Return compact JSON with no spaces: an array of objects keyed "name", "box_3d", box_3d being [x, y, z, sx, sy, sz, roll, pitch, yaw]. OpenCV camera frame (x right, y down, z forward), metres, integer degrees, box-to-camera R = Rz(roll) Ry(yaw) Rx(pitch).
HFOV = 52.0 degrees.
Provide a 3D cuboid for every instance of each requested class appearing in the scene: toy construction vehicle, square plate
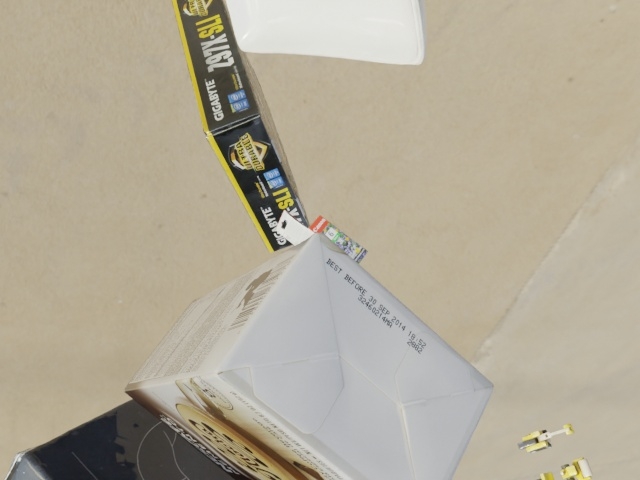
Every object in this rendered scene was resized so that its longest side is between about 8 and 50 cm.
[{"name":"toy construction vehicle","box_3d":[0.305,0.297,0.879,0.035,0.085,0.098,16,143,-41]},{"name":"square plate","box_3d":[-0.025,-0.358,0.655,0.049,0.347,0.343,-28,120,-27]}]

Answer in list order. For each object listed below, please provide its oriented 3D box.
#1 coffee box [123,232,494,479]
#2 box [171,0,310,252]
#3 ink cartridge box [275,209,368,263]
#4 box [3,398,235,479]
[{"name":"coffee box","box_3d":[-0.034,0.120,0.531,0.168,0.118,0.297,41,153,-11]},{"name":"box","box_3d":[-0.115,-0.182,0.964,0.079,0.322,0.257,-20,143,1]},{"name":"ink cartridge box","box_3d":[0.000,0.000,0.842,0.029,0.115,0.063,-51,177,-28]},{"name":"box","box_3d":[-0.151,0.468,0.968,0.297,0.480,0.472,-57,162,20]}]
